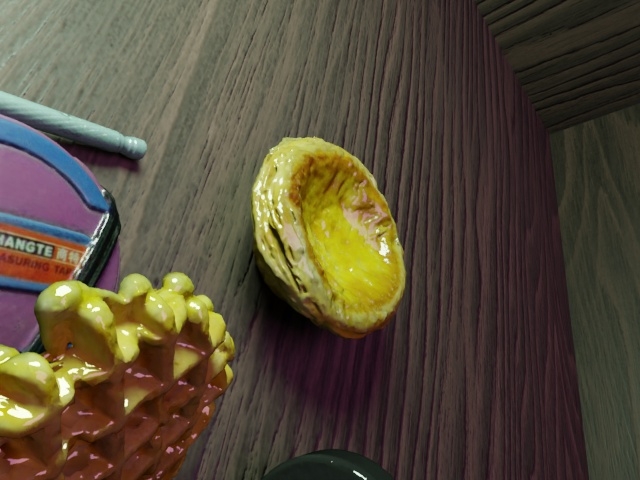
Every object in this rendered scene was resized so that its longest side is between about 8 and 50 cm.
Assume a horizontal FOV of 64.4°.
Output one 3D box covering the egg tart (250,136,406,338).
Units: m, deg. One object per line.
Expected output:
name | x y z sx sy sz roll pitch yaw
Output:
egg tart | 0.000 0.000 0.747 0.319 0.128 0.318 27 53 -44

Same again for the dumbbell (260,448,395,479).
dumbbell | -0.036 0.306 0.446 0.322 0.204 0.203 34 48 -64

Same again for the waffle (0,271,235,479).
waffle | -0.168 0.158 0.357 0.062 0.329 0.329 31 35 17

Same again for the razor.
razor | -0.275 -0.124 0.504 0.232 0.068 0.105 11 68 -55

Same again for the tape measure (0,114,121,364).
tape measure | -0.273 0.029 0.377 0.232 0.149 0.245 22 67 -50
